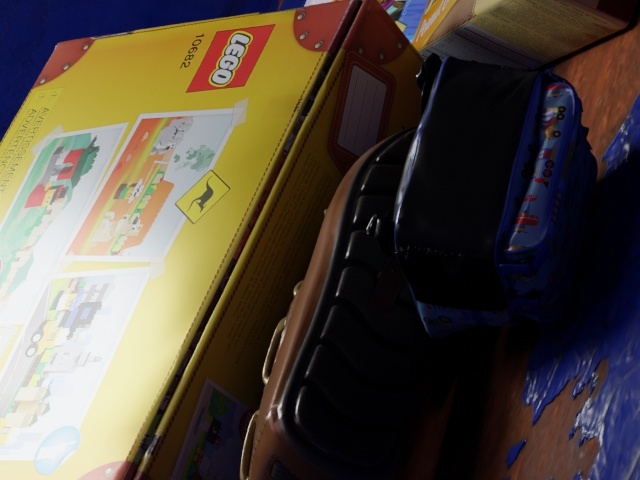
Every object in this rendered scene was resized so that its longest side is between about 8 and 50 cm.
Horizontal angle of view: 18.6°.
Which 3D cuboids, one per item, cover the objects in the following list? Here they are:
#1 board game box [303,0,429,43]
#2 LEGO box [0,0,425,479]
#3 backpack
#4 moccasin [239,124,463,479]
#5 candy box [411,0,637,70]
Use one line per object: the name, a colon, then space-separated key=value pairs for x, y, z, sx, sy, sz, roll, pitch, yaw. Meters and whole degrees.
board game box: x=0.074 y=-0.231 z=1.890 sx=0.319 sy=0.066 sz=0.318 roll=-66 pitch=23 yaw=-6
LEGO box: x=-0.141 y=0.063 z=1.584 sx=0.372 sy=0.193 sz=0.500 roll=-2 pitch=52 yaw=41
backpack: x=0.114 y=-0.014 z=1.264 sx=0.173 sy=0.116 sz=0.158 roll=67 pitch=-144 yaw=-56
moccasin: x=0.040 y=0.060 z=1.397 sx=0.147 sy=0.139 sz=0.380 roll=-54 pitch=13 yaw=47
candy box: x=0.176 y=-0.235 z=1.517 sx=0.316 sy=0.087 sz=0.183 roll=161 pitch=132 yaw=-77
